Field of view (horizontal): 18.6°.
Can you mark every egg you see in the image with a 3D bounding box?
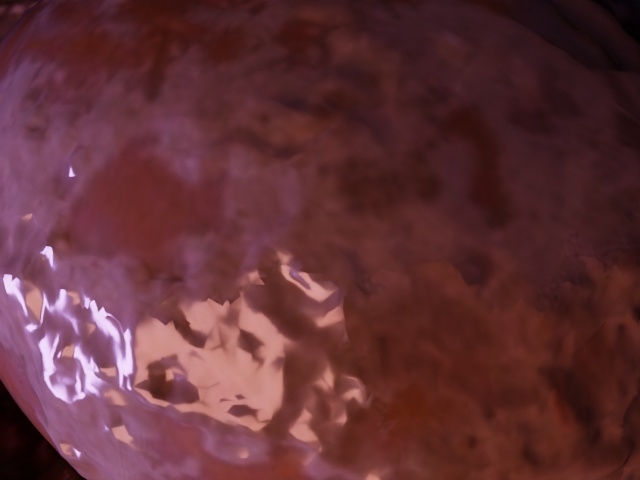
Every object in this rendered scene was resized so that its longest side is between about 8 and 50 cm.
[{"bbox_3d":[0.000,0.000,0.551,0.233,0.195,0.195,16,139,31],"label":"egg"}]

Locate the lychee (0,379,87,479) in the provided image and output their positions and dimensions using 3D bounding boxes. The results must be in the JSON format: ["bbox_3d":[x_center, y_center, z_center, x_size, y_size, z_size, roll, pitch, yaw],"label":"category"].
[{"bbox_3d":[-0.102,0.161,0.797,0.267,0.267,0.267,29,145,22],"label":"lychee"}]

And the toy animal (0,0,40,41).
[{"bbox_3d":[-0.141,-0.087,0.640,0.121,0.233,0.168,56,-172,0],"label":"toy animal"}]
